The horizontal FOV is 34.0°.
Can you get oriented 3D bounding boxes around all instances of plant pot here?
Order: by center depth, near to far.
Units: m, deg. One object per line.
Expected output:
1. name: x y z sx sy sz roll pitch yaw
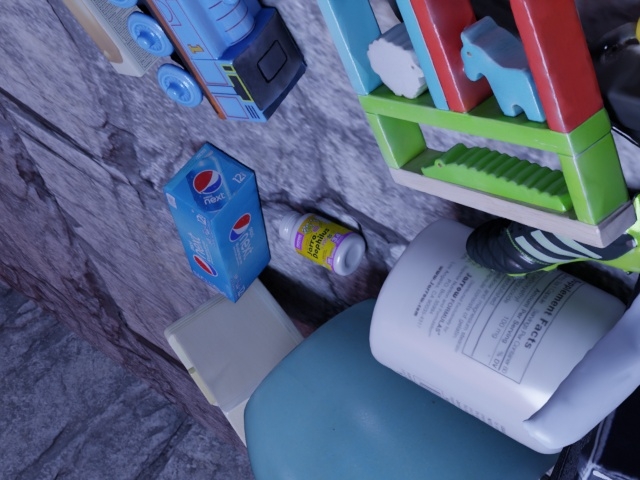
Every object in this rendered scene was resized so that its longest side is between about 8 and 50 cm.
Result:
1. plant pot: 0.066 0.200 1.017 0.235 0.293 0.293 48 163 17

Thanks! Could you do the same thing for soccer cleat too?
1. soccer cleat: 0.163 -0.013 0.705 0.179 0.060 0.072 -1 126 52

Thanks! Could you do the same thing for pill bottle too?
1. pill bottle: 0.164 0.086 0.794 0.229 0.131 0.131 28 157 25
2. pill bottle: 0.000 0.000 1.025 0.083 0.043 0.043 26 156 32

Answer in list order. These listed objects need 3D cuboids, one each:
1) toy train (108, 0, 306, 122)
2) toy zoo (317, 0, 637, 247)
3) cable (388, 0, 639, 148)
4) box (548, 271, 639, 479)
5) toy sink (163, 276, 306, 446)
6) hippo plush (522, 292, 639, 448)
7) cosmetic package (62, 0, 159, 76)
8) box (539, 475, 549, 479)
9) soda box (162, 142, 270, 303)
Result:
1. toy train: -0.091 -0.170 0.780 0.105 0.080 0.184 9 143 39
2. toy zoo: 0.053 -0.142 0.554 0.192 0.030 0.293 24 144 55
3. cable: 0.161 -0.095 0.563 0.139 0.072 0.287 44 174 -41
4. box: 0.289 0.182 0.543 0.343 0.179 0.312 21 143 14
5. toy sink: -0.087 0.146 1.250 0.234 0.131 0.153 48 168 46
6. hippo plush: 0.189 -0.109 0.312 0.294 0.234 0.236 -34 76 54
7. cosmetic package: -0.174 -0.200 0.878 0.041 0.060 0.115 16 149 47
8. box: 0.132 0.284 1.360 0.257 0.079 0.322 35 160 6
9. soda box: -0.109 -0.014 1.144 0.067 0.071 0.210 34 160 17
